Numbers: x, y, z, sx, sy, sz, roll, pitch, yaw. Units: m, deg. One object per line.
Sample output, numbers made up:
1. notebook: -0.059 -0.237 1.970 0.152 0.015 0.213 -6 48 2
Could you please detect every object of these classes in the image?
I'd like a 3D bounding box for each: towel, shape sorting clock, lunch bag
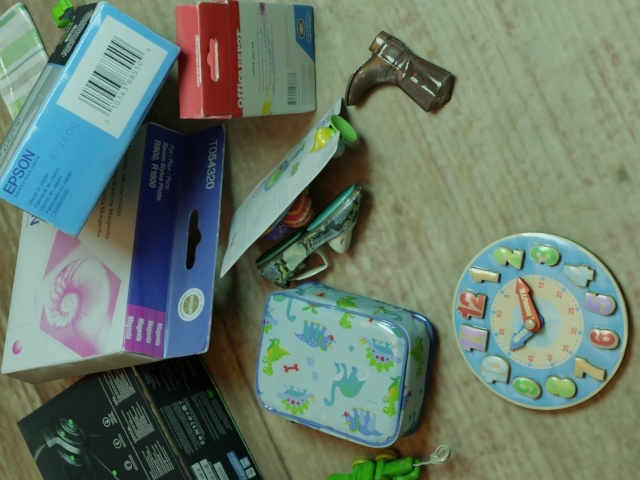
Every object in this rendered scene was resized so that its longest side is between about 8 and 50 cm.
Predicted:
1. towel: -0.451 -0.262 1.679 0.113 0.023 0.152 -28 83 33
2. shape sorting clock: 0.245 0.093 1.282 0.206 0.040 0.206 6 101 32
3. lunch bag: 0.026 0.155 1.402 0.219 0.090 0.176 13 104 30

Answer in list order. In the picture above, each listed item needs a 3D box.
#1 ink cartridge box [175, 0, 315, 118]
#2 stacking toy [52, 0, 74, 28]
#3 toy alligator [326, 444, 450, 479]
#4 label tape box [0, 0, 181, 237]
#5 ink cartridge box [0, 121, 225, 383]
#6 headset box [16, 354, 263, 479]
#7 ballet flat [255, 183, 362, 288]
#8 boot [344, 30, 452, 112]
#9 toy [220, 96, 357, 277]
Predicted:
1. ink cartridge box: -0.098 -0.213 1.337 0.078 0.231 0.134 3 99 32
2. stacking toy: -0.347 -0.428 1.574 0.221 0.052 0.167 -44 72 32
3. toy alligator: 0.093 0.296 1.410 0.190 0.056 0.051 -21 129 32
4. label tape box: -0.309 -0.160 1.401 0.249 0.115 0.348 -61 23 -1
5. ink cartridge box: -0.281 0.011 1.511 0.330 0.071 0.324 -14 63 34
6. headset box: -0.264 0.302 1.587 0.283 0.131 0.246 -35 79 32
7. ballet flat: 0.000 0.000 1.420 0.188 0.070 0.070 -37 78 33
8. boot: 0.094 -0.178 1.341 0.114 0.037 0.106 38 118 17
9. toy: -0.034 -0.057 1.406 0.056 0.137 0.237 31 121 -17
